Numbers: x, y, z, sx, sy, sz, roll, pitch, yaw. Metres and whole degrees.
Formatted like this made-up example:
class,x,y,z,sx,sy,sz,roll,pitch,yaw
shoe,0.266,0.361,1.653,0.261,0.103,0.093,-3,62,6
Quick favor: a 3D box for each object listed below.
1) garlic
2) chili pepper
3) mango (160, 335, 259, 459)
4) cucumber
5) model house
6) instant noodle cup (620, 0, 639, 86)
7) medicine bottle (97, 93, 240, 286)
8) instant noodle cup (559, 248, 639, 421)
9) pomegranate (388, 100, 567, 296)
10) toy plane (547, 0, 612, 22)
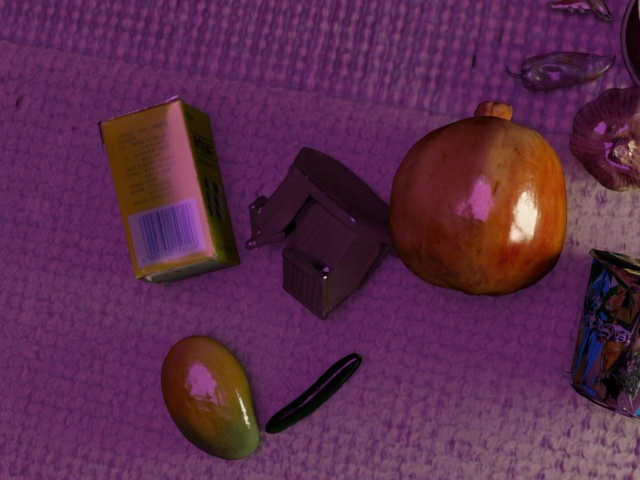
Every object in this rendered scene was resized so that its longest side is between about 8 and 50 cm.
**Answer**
class,x,y,z,sx,sy,sz,roll,pitch,yaw
garlic,0.416,-0.136,1.694,0.159,0.102,0.147,17,106,17
chili pepper,0.336,-0.239,1.761,0.153,0.041,0.050,-9,104,-2
mango,-0.158,0.232,1.833,0.130,0.092,0.195,-39,87,7
cucumber,-0.008,0.225,1.821,0.184,0.033,0.036,-40,103,9
model house,0.001,-0.004,1.792,0.229,0.122,0.188,41,101,18
instant noodle cup,0.507,-0.289,1.649,0.234,0.178,0.235,-1,85,16
medicine bottle,-0.219,-0.069,1.842,0.141,0.137,0.250,-14,82,14
instant noodle cup,0.433,0.129,1.626,0.240,0.240,0.178,17,99,15
pomegranate,0.215,-0.060,1.675,0.229,0.252,0.271,7,82,29
toy plane,0.372,-0.346,1.759,0.102,0.040,0.111,-39,79,10
